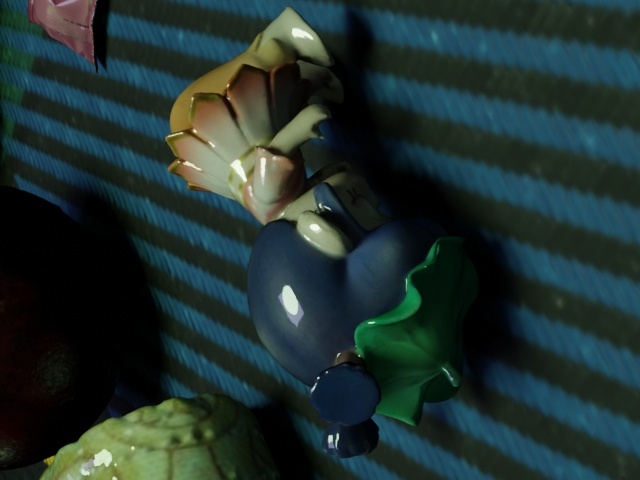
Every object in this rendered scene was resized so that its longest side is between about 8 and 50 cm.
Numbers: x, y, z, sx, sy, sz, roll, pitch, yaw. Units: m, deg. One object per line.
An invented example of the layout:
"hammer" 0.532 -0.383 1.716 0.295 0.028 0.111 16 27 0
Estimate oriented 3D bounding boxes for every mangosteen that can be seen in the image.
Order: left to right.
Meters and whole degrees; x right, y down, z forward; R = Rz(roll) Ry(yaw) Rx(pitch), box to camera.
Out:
"mangosteen" -0.241 0.058 0.976 0.194 0.230 0.194 179 90 -87

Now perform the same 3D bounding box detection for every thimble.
"thimble" -0.084 0.182 0.848 0.190 0.137 0.143 120 131 -65

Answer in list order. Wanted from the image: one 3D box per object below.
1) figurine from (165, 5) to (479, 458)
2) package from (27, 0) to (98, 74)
"figurine" 0.000 0.000 0.672 0.195 0.102 0.111 56 178 26
"package" -0.168 -0.152 0.971 0.083 0.029 0.059 40 138 35
